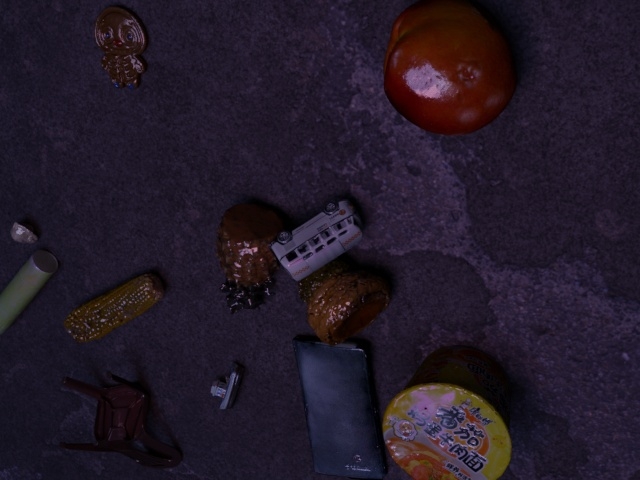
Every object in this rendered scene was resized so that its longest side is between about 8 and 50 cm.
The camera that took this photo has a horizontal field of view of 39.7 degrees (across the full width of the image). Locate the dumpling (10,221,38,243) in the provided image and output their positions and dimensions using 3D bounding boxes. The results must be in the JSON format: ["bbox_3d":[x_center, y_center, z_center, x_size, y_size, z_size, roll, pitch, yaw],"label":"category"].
[{"bbox_3d":[-0.720,-0.014,2.152,0.057,0.052,0.076,36,121,17],"label":"dumpling"}]

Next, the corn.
[{"bbox_3d":[-0.496,0.163,2.124,0.320,0.097,0.097,-27,102,30],"label":"corn"}]

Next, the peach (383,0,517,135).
[{"bbox_3d":[0.224,-0.300,1.533,0.243,0.199,0.243,0,88,-9],"label":"peach"}]

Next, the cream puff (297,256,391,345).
[{"bbox_3d":[0.034,0.102,1.846,0.169,0.183,0.183,51,126,23],"label":"cream puff"}]

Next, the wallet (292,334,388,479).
[{"bbox_3d":[0.044,0.388,2.032,0.190,0.046,0.379,2,116,24],"label":"wallet"}]

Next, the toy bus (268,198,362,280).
[{"bbox_3d":[0.000,0.000,1.788,0.194,0.089,0.087,-32,142,0],"label":"toy bus"}]

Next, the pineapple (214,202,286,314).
[{"bbox_3d":[-0.161,0.059,1.908,0.157,0.158,0.279,24,132,11],"label":"pineapple"}]

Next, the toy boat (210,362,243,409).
[{"bbox_3d":[-0.227,0.352,2.119,0.066,0.059,0.140,17,122,1],"label":"toy boat"}]

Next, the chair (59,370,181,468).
[{"bbox_3d":[-0.495,0.466,2.259,0.175,0.183,0.326,-10,155,26],"label":"chair"}]

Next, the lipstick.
[{"bbox_3d":[-0.760,0.136,2.232,0.076,0.076,0.304,46,122,-3],"label":"lipstick"}]

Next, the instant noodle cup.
[{"bbox_3d":[0.277,0.350,1.823,0.264,0.200,0.264,9,118,18],"label":"instant noodle cup"}]

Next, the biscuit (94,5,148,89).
[{"bbox_3d":[-0.414,-0.401,1.849,0.124,0.026,0.175,8,117,20],"label":"biscuit"}]
